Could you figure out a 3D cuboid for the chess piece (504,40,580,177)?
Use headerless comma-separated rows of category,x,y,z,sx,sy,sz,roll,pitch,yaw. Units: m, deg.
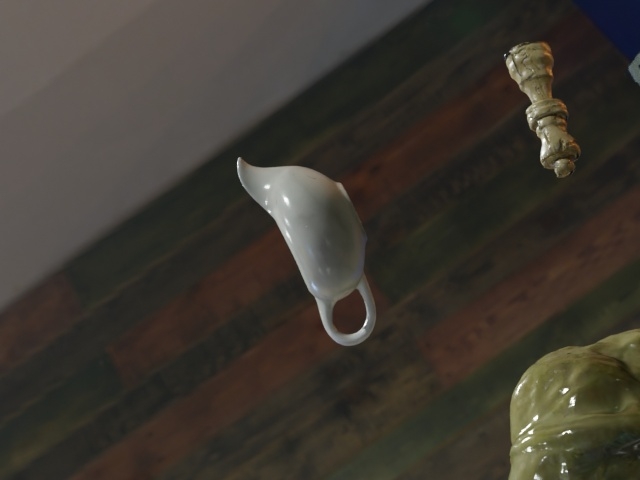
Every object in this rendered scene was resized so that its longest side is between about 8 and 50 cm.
chess piece,0.268,-0.152,1.729,0.060,0.172,0.060,-10,-26,-5

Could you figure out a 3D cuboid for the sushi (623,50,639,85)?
sushi,0.519,-0.196,1.585,0.264,0.290,0.050,-57,-2,25

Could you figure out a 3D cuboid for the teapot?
teapot,0.000,0.000,1.495,0.092,0.226,0.145,-26,1,1

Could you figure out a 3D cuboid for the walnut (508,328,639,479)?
walnut,0.321,0.232,1.470,0.276,0.282,0.253,0,-54,1
